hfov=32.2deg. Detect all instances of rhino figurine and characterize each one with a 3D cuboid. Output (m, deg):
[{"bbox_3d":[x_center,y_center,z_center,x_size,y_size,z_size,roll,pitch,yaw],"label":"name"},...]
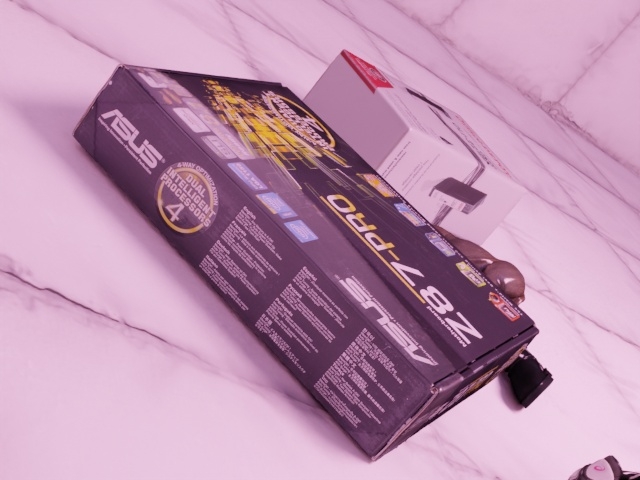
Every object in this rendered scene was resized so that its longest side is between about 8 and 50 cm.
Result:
[{"bbox_3d":[0.125,0.020,1.251,0.243,0.073,0.106,32,28,32],"label":"rhino figurine"}]

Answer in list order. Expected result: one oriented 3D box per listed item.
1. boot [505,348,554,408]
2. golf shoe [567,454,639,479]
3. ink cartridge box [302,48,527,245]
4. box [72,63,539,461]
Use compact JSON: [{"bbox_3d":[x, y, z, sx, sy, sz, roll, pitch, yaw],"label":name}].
[{"bbox_3d":[0.207,0.130,1.220,0.099,0.045,0.121,45,12,7],"label":"boot"},{"bbox_3d":[0.299,0.259,1.037,0.186,0.086,0.067,30,20,-35],"label":"golf shoe"},{"bbox_3d":[0.129,-0.123,1.532,0.273,0.114,0.197,22,25,-44],"label":"ink cartridge box"},{"bbox_3d":[0.000,0.000,1.045,0.395,0.097,0.318,46,23,16],"label":"box"}]
